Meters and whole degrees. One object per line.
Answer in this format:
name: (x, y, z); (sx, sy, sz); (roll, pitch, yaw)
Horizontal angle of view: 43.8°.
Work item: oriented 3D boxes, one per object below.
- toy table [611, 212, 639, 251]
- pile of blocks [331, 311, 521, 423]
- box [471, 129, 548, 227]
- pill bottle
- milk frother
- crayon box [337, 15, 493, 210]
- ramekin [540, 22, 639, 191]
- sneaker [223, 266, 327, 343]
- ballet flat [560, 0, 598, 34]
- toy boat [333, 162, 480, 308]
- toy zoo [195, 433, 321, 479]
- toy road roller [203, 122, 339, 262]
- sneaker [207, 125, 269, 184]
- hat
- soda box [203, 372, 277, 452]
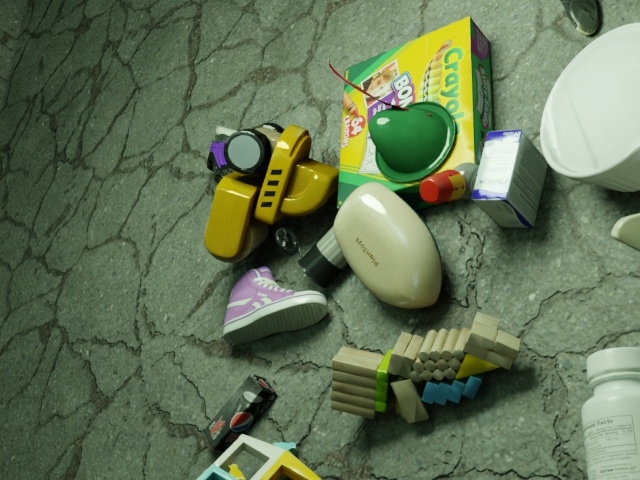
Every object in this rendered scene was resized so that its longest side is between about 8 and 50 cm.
toy table: (0.556, -0.019, 1.121); (0.274, 0.252, 0.161); (29, 94, 14)
pile of blocks: (0.188, 0.225, 1.415); (0.362, 0.149, 0.112); (-15, 14, 25)
box: (0.341, -0.108, 1.428); (0.072, 0.126, 0.137); (3, 69, 40)
pill bottle: (0.438, 0.275, 1.122); (0.131, 0.131, 0.230); (-18, 56, 34)
milk frother: (0.000, 0.000, 1.662); (0.135, 0.143, 0.129); (-46, 41, 12)
crayon box: (0.195, -0.243, 1.648); (0.313, 0.106, 0.363); (-17, 57, 35)
ramekin: (0.501, -0.204, 1.297); (0.273, 0.127, 0.273); (-40, 38, 41)
sneaker: (-0.102, 0.115, 1.721); (0.282, 0.102, 0.161); (-18, 53, 34)
ballet flat: (0.499, -0.463, 1.556); (0.057, 0.049, 0.173); (-14, 59, 3)
toy boat: (0.176, -0.024, 1.487); (0.268, 0.148, 0.318); (56, 134, 17)
toy zoo: (-0.133, 0.471, 1.469); (0.192, 0.030, 0.293); (22, 40, 27)
toy road roller: (-0.098, -0.094, 1.759); (0.240, 0.202, 0.330); (21, 107, 9)
sneaker: (-0.190, -0.185, 1.975); (0.293, 0.102, 0.146); (24, 88, 51)
hat: (0.120, -0.226, 1.497); (0.208, 0.183, 0.173); (6, 73, 42)
soda box: (-0.169, 0.364, 1.673); (0.169, 0.053, 0.060); (-52, 44, 7)
